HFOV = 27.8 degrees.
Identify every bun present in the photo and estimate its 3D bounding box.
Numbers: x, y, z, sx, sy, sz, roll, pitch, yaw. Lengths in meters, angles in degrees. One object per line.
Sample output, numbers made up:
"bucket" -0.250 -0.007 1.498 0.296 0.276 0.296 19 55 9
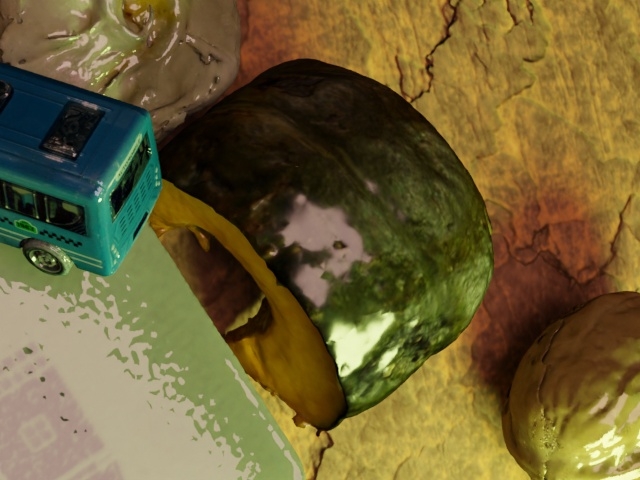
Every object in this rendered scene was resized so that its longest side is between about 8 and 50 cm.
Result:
"bun" -0.181 -0.191 1.125 0.239 0.141 0.239 -1 92 -29

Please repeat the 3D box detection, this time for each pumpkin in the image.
"pumpkin" 0.000 0.000 1.159 0.225 0.256 0.303 -46 125 -24

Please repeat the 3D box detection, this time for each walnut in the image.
"walnut" 0.295 0.168 1.352 0.245 0.198 0.198 -45 109 -32

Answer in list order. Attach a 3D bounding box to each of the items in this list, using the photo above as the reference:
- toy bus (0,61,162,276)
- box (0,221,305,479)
"toy bus" -0.257 -0.072 1.030 0.246 0.134 0.113 19 56 9
"box" -0.241 0.174 1.096 0.367 0.090 0.373 -34 96 -24
